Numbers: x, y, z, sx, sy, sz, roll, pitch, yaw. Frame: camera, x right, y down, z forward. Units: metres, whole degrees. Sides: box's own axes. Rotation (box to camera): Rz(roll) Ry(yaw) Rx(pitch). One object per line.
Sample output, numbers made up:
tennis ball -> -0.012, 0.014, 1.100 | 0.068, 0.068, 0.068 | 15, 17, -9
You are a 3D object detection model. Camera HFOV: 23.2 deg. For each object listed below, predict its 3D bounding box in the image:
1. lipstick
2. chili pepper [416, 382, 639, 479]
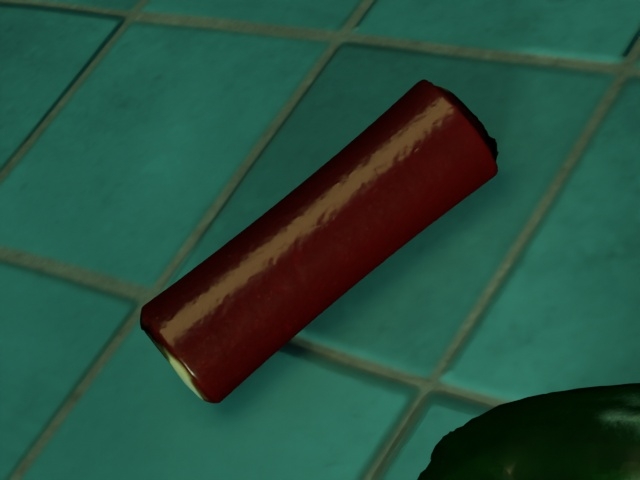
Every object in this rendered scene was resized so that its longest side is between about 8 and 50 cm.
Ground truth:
lipstick -> 0.000, 0.000, 0.967 | 0.241, 0.080, 0.080 | -39, 40, -5
chili pepper -> 0.170, 0.141, 0.648 | 0.261, 0.165, 0.174 | -4, 37, 30
